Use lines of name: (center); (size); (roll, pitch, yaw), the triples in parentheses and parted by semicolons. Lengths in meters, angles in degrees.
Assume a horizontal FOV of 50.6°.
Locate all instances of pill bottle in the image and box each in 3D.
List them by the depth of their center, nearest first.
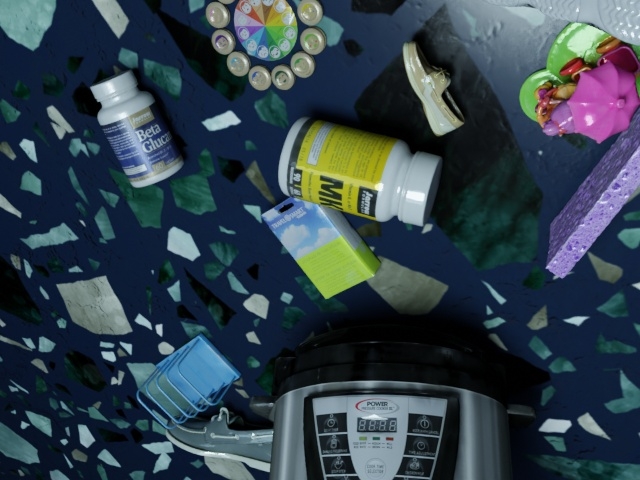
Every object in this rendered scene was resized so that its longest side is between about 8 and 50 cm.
pill bottle: (0.057, -0.094, 0.947); (0.208, 0.119, 0.119); (16, 126, 16)
pill bottle: (-0.293, -0.178, 1.074); (0.094, 0.094, 0.169); (-9, 116, 30)

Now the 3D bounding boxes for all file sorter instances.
file sorter: (-0.270, 0.289, 1.359); (0.118, 0.104, 0.170); (48, 128, -9)

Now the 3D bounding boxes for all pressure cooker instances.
pressure cooker: (0.098, 0.328, 1.023); (0.369, 0.421, 0.375); (24, 147, -31)

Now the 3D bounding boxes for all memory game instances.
memory game: (-0.078, -0.299, 0.947); (0.186, 0.012, 0.186); (12, 125, 18)

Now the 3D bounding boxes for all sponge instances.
sponge: (0.347, -0.059, 0.833); (0.031, 0.117, 0.210); (29, 128, 4)

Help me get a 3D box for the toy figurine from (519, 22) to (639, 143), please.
toy figurine: (0.295, -0.163, 0.764); (0.173, 0.159, 0.130); (-27, 106, 36)

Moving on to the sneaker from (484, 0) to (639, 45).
sneaker: (0.292, -0.293, 0.692); (0.366, 0.210, 0.137); (46, 134, 42)

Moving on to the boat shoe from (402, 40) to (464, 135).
boat shoe: (0.149, -0.202, 0.882); (0.045, 0.050, 0.135); (-15, 123, 28)

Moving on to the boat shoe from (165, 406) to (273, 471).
boat shoe: (-0.176, 0.392, 1.397); (0.319, 0.116, 0.099); (7, 96, 24)

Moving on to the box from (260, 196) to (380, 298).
box: (0.000, 0.000, 1.083); (0.109, 0.042, 0.178); (-29, 105, 35)
